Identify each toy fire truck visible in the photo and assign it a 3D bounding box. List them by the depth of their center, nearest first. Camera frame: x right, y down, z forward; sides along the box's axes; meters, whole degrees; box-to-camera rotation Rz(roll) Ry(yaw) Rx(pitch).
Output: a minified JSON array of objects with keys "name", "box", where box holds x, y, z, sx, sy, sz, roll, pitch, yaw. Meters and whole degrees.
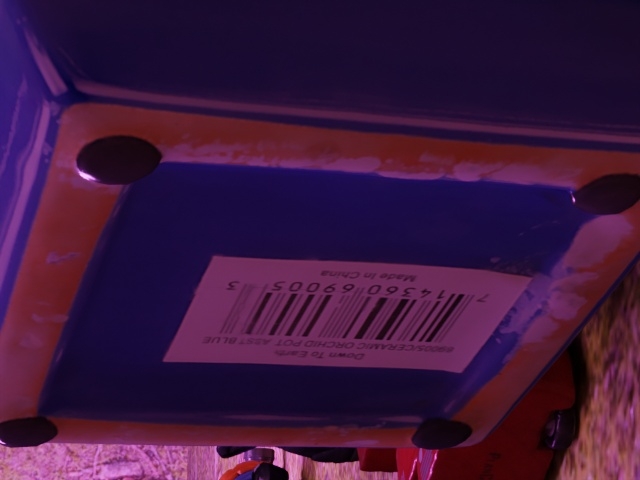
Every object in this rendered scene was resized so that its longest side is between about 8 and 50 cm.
[{"name":"toy fire truck","box":[0.053,0.066,0.711,0.192,0.047,0.135,101,170,-46]}]

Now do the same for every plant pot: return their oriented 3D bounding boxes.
[{"name":"plant pot","box":[-0.015,-0.066,0.526,0.236,0.236,0.212,119,148,-51]}]

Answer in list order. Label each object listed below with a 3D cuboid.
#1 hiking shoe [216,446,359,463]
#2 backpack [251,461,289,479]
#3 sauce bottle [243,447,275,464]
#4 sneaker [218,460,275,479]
[{"name":"hiking shoe","box":[0.000,0.000,0.881,0.086,0.114,0.226,158,115,-81]},{"name":"backpack","box":[-0.005,0.185,0.863,0.182,0.115,0.152,171,113,-83]},{"name":"sauce bottle","box":[-0.053,0.237,1.489,0.042,0.042,0.128,121,149,-75]},{"name":"sneaker","box":[-0.052,0.281,1.344,0.087,0.083,0.221,-165,74,-74]}]
